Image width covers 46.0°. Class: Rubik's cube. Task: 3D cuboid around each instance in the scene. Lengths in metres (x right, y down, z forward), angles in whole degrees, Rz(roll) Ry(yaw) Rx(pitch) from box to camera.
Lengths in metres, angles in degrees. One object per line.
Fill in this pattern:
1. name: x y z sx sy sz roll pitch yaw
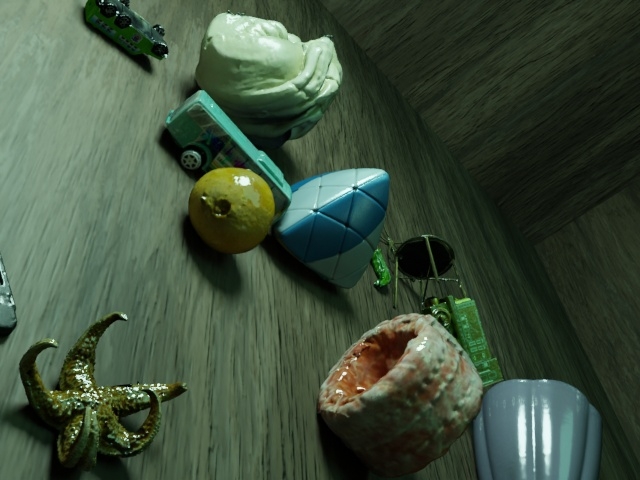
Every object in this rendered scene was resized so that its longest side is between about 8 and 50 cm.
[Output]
1. Rubik's cube: 0.000 0.000 1.424 0.254 0.254 0.254 45 22 -24

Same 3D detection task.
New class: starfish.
1. starfish: -0.217 0.150 0.766 0.146 0.074 0.190 61 21 15

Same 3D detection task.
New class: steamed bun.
1. steamed bun: -0.102 -0.302 1.510 0.319 0.275 0.206 8 74 -26

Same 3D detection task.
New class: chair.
1. chair: 0.241 0.049 1.827 0.159 0.170 0.326 39 31 -29

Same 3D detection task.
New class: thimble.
1. thimble: 0.125 0.235 1.164 0.162 0.239 0.239 50 21 -12

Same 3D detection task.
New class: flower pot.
1. flower pot: 0.428 0.452 1.496 0.265 0.265 0.243 46 35 -21

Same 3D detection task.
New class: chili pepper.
1. chili pepper: 0.137 0.072 1.732 0.055 0.035 0.118 28 40 -26

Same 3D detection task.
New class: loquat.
1. loquat: -0.139 -0.050 1.172 0.141 0.141 0.141 45 22 -24

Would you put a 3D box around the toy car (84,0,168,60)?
1. toy car: -0.343 -0.381 1.345 0.165 0.062 0.071 34 29 -43

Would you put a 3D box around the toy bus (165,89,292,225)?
1. toy bus: -0.157 -0.134 1.309 0.262 0.109 0.091 47 15 -22

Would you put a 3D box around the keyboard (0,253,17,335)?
1. keyboard: -0.378 -0.021 0.766 0.106 0.016 0.262 17 42 -58

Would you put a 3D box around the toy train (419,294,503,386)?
1. toy train: 0.299 0.224 1.639 0.137 0.090 0.226 -13 83 -23
